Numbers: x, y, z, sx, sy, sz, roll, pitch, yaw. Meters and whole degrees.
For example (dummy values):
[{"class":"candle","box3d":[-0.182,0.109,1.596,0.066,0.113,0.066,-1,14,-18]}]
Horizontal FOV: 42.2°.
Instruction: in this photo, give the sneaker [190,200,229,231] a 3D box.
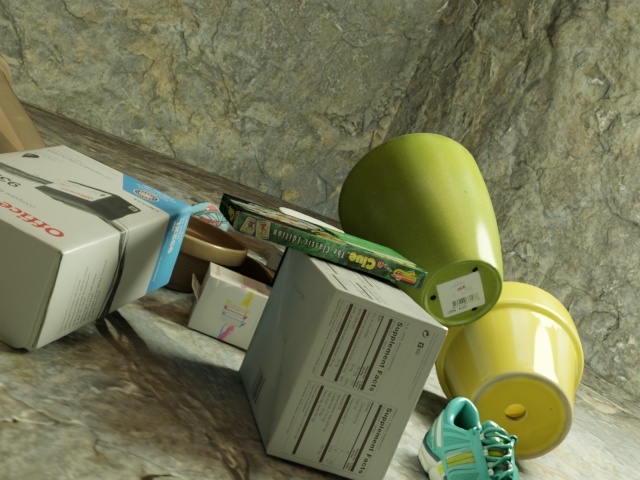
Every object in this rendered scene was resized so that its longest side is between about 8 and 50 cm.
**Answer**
[{"class":"sneaker","box3d":[-0.268,-0.011,1.793,0.125,0.104,0.262,45,17,17]}]

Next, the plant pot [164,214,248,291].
[{"class":"plant pot","box3d":[-0.254,0.016,1.443,0.237,0.109,0.237,25,6,-3]}]

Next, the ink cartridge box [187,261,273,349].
[{"class":"ink cartridge box","box3d":[-0.138,0.101,1.276,0.143,0.090,0.092,23,6,-10]}]

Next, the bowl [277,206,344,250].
[{"class":"bowl","box3d":[-0.001,0.035,2.133,0.298,0.134,0.298,25,6,-3]}]

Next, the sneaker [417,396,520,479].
[{"class":"sneaker","box3d":[0.198,0.280,1.017,0.107,0.110,0.275,23,7,-20]}]

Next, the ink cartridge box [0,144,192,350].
[{"class":"ink cartridge box","box3d":[-0.334,-0.008,1.017,0.223,0.129,0.307,26,17,11]}]

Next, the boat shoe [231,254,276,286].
[{"class":"boat shoe","box3d":[-0.097,0.096,1.567,0.223,0.080,0.073,31,2,10]}]

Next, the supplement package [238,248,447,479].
[{"class":"supplement package","box3d":[0.014,0.140,1.029,0.145,0.204,0.262,21,7,-15]}]

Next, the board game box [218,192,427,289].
[{"class":"board game box","box3d":[0.000,0.000,1.086,0.260,0.030,0.136,18,5,-18]}]

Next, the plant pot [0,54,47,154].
[{"class":"plant pot","box3d":[-0.536,-0.150,1.268,0.229,0.263,0.263,43,9,6]}]

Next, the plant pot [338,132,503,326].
[{"class":"plant pot","box3d":[0.197,0.004,1.421,0.275,0.275,0.293,22,26,-27]}]

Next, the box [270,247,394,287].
[{"class":"box","box3d":[0.003,0.093,1.380,0.143,0.165,0.270,23,-2,-11]}]

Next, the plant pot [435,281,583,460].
[{"class":"plant pot","box3d":[0.318,0.229,1.384,0.254,0.254,0.239,25,22,-3]}]

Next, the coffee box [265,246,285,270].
[{"class":"coffee box","box3d":[0.011,0.107,1.746,0.246,0.098,0.141,20,8,-38]}]
